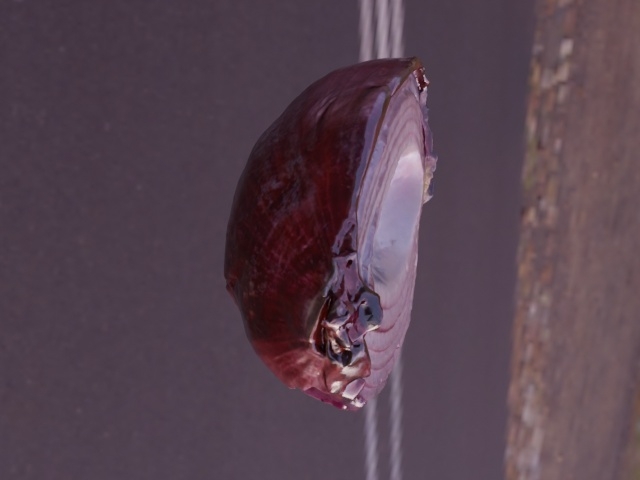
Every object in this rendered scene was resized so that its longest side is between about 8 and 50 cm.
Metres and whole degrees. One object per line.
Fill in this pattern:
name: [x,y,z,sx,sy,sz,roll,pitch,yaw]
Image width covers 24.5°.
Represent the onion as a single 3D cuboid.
onion: [0.000,0.000,0.940,0.283,0.120,0.227,-58,152,-70]
